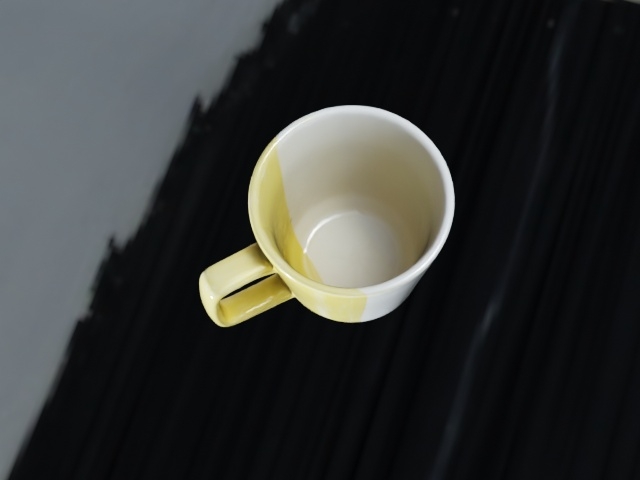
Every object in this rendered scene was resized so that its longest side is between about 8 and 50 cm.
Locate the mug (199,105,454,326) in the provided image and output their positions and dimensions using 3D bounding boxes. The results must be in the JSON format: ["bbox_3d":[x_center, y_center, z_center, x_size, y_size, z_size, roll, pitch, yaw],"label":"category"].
[{"bbox_3d":[0.002,-0.003,0.604,0.078,0.062,0.064,2,162,2],"label":"mug"}]
